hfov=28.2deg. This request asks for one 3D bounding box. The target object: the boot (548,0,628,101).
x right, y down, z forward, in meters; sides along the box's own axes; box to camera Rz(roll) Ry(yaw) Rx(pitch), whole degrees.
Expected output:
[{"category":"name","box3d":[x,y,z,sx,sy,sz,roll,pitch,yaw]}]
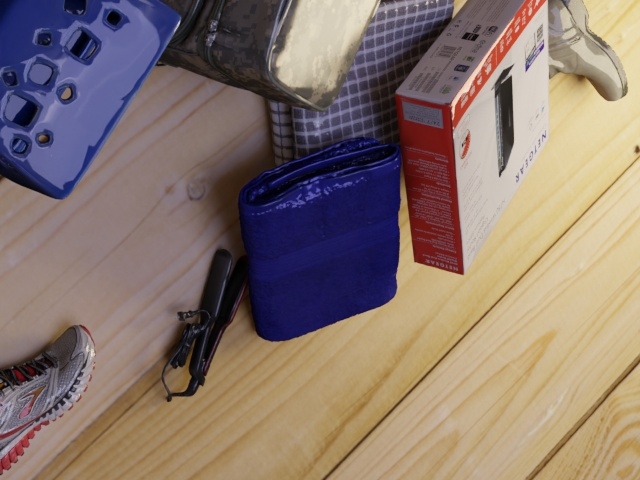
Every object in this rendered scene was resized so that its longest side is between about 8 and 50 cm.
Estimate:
[{"category":"boot","box3d":[0.369,-0.274,2.002,0.161,0.083,0.246,-45,121,-7]}]

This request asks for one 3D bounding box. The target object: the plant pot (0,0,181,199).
[{"category":"plant pot","box3d":[-0.322,-0.203,1.337,0.212,0.236,0.236,36,82,-31]}]

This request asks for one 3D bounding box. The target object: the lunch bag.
[{"category":"lunch bag","box3d":[-0.079,-0.326,1.536,0.212,0.256,0.305,15,95,-60]}]

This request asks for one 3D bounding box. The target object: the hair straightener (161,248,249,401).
[{"category":"hair straightener","box3d":[-0.172,0.117,1.754,0.089,0.047,0.230,21,97,-39]}]

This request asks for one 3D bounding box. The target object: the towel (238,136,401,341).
[{"category":"towel","box3d":[0.000,0.000,1.744,0.227,0.076,0.308,-18,141,-13]}]

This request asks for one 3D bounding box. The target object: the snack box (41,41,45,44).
[{"category":"snack box","box3d":[-0.457,-0.133,1.441,0.187,0.060,0.322,30,87,-39]}]

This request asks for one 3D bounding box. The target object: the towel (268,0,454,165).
[{"category":"towel","box3d":[0.064,-0.231,1.753,0.283,0.121,0.235,-21,118,-29]}]

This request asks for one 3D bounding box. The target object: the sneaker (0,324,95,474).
[{"category":"sneaker","box3d":[-0.372,0.192,1.597,0.225,0.088,0.093,-48,126,-14]}]

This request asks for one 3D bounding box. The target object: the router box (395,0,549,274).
[{"category":"router box","box3d":[0.225,-0.173,1.799,0.335,0.082,0.301,-54,147,-37]}]
